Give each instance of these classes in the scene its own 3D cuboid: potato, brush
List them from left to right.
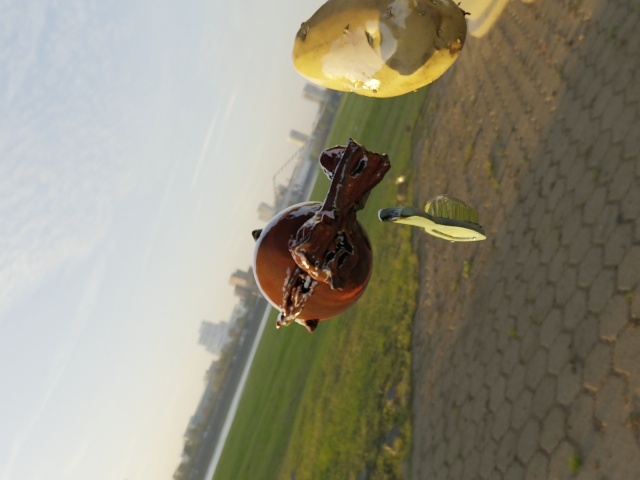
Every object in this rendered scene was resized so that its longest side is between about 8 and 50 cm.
[{"bbox_3d":[0.075,-0.277,0.895,0.128,0.235,0.161,-37,-42,-68],"label":"potato"},{"bbox_3d":[0.161,-0.040,0.919,0.297,0.068,0.060,10,-102,-59],"label":"brush"}]

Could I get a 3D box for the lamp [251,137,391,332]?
[{"bbox_3d":[0.009,0.006,0.823,0.223,0.151,0.215,-26,40,53],"label":"lamp"}]
